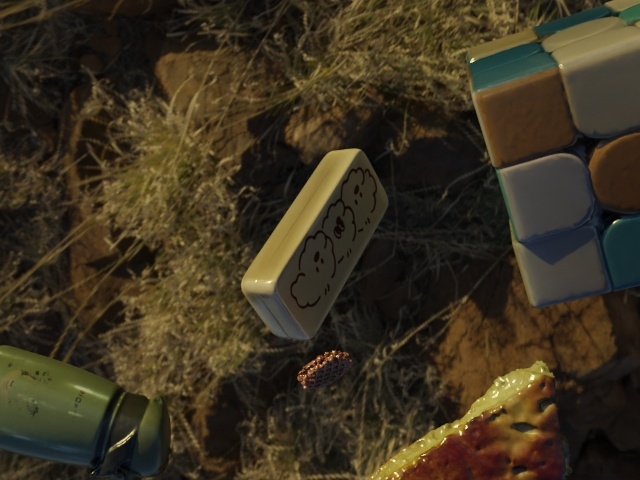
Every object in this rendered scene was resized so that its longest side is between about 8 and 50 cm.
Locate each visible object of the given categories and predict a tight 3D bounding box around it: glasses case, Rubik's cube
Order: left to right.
[{"bbox_3d":[0.000,0.000,1.267,0.076,0.336,0.144,1,137,38],"label":"glasses case"},{"bbox_3d":[0.427,-0.151,1.117,0.346,0.346,0.344,-15,109,14],"label":"Rubik's cube"}]

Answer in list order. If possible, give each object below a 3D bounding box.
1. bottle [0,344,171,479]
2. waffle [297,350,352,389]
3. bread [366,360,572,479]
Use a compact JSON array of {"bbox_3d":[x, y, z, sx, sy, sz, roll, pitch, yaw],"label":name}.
[{"bbox_3d":[-0.417,0.304,1.285,0.347,0.168,0.168,17,126,-1],"label":"bottle"},{"bbox_3d":[0.009,0.188,1.098,0.083,0.075,0.029,-43,59,21],"label":"waffle"},{"bbox_3d":[0.112,0.167,0.456,0.154,0.054,0.136,-38,82,4],"label":"bread"}]
